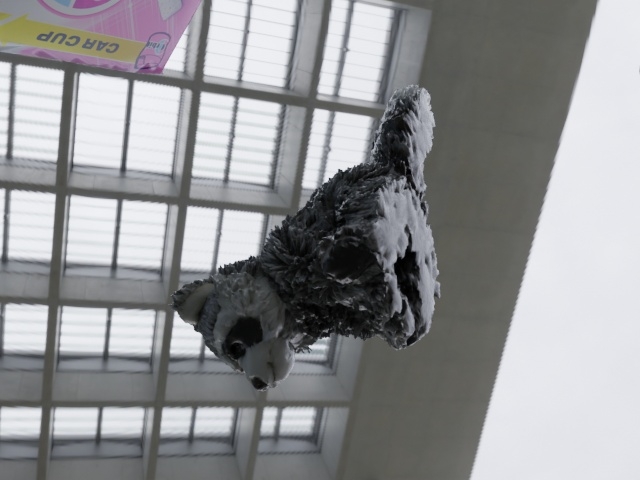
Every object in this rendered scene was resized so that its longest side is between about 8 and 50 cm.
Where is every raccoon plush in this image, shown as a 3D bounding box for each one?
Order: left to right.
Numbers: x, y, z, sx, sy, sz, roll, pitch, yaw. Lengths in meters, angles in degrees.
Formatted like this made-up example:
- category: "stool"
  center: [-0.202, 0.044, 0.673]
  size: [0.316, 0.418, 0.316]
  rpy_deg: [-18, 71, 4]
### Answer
- category: "raccoon plush"
  center: [0.000, 0.000, 0.933]
  size: [0.299, 0.446, 0.216]
  rpy_deg: [-9, -53, 29]

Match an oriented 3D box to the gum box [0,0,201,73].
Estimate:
- category: "gum box"
  center: [-0.119, -0.143, 0.302]
  size: [0.062, 0.188, 0.107]
  rpy_deg: [42, -67, 16]
